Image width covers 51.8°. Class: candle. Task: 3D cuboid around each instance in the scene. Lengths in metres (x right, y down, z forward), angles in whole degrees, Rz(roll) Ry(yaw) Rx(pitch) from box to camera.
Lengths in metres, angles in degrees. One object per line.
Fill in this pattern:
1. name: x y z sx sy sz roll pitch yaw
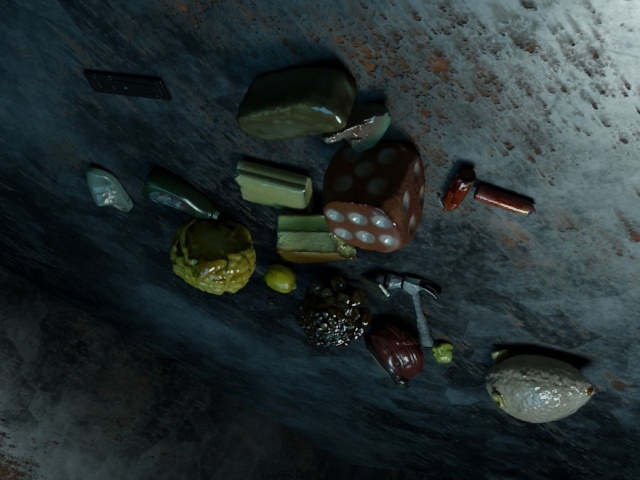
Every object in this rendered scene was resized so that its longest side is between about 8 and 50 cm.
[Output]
1. candle: 0.275 -0.097 1.361 0.048 0.053 0.162 25 155 4

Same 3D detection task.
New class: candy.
1. candy: -0.045 -0.256 1.238 0.233 0.104 0.102 -3 149 38

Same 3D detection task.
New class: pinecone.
1. pinecone: 0.041 0.212 1.929 0.228 0.203 0.201 -27 153 30

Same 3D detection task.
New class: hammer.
1. hammer: 0.283 0.216 1.927 0.152 0.044 0.427 10 152 19

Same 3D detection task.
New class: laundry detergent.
1. laundry detergent: -0.373 -0.111 1.772 0.210 0.063 0.137 26 156 -15

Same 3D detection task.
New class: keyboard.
1. keyboard: 0.152 0.123 1.814 0.049 0.015 0.129 52 170 -17
2. keyboard: -0.425 -0.340 1.445 0.204 0.013 0.061 11 150 20

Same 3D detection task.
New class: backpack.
1. backpack: 0.237 0.342 2.058 0.229 0.138 0.229 49 166 17

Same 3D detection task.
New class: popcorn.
1. popcorn: -0.290 0.040 1.831 0.250 0.250 0.190 22 119 -2
2. popcorn: 0.389 0.351 2.076 0.068 0.059 0.083 37 138 34

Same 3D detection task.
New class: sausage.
1. sausage: 0.377 -0.078 1.338 0.129 0.034 0.034 20 152 2

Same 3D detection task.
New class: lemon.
1. lemon: -0.115 0.115 1.973 0.110 0.082 0.082 23 153 12

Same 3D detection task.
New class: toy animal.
1. toy animal: 0.619 0.427 1.912 0.226 0.189 0.358 28 152 -25

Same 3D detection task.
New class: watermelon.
1. watermelon: 0.075 -0.212 1.258 0.155 0.080 0.101 -28 116 30

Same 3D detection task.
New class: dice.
1. dice: 0.112 -0.089 1.350 0.174 0.179 0.174 6 149 22

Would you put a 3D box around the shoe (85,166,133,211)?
1. shoe: -0.608 -0.129 1.882 0.079 0.078 0.195 10 154 22

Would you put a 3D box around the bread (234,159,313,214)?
1. bread: -0.107 -0.121 1.566 0.178 0.060 0.140 14 152 14

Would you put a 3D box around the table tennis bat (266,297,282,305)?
1. table tennis bat: -0.163 0.213 2.260 0.050 0.007 0.083 32 149 -20

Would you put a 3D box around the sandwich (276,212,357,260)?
1. sandwich: 0.000 0.000 1.635 0.185 0.108 0.220 1 171 9
